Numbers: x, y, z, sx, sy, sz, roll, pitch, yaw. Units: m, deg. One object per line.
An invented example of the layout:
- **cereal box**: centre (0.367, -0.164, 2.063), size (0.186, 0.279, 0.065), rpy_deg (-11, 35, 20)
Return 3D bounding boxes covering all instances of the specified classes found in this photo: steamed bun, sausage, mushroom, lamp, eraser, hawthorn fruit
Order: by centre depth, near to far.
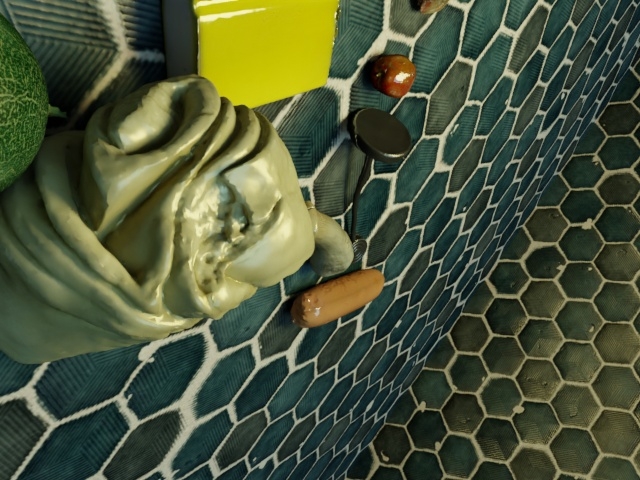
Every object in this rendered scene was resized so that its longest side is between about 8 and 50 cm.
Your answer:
- **steamed bun**: centre (-0.164, -0.036, 0.480), size (0.289, 0.276, 0.203), rpy_deg (-16, 106, -3)
- **eraser**: centre (-0.073, -0.239, 0.580), size (0.226, 0.069, 0.158), rpy_deg (-31, 145, -38)
- **hawthorn fruit**: centre (0.119, -0.274, 0.834), size (0.077, 0.077, 0.077), rpy_deg (-37, 146, -30)
- **mushroom**: centre (0.004, -0.001, 0.928), size (0.223, 0.092, 0.081), rpy_deg (56, 28, -63)
- **lamp**: centre (0.093, -0.065, 0.966), size (0.130, 0.108, 0.371), rpy_deg (-28, 141, -35)
- **sausage**: centre (0.044, 0.124, 1.113), size (0.289, 0.086, 0.086), rpy_deg (-17, 133, -51)

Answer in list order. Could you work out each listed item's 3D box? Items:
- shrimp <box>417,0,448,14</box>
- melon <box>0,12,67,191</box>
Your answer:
- **shrimp**: centre (0.186, -0.428, 0.793), size (0.251, 0.052, 0.144), rpy_deg (-30, 145, -40)
- **melon**: centre (-0.292, -0.088, 0.288), size (0.287, 0.182, 0.182), rpy_deg (-14, 131, -53)
